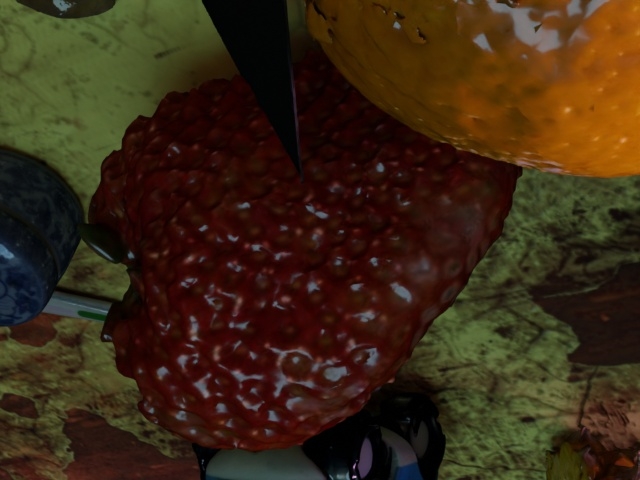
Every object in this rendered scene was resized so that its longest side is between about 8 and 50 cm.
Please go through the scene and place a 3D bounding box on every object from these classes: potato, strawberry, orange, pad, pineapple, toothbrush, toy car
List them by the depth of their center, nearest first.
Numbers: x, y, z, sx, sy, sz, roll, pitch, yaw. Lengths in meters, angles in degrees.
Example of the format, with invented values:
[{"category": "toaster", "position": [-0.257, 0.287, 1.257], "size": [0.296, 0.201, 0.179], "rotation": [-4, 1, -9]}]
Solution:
[{"category": "orange", "position": [0.154, -0.195, 0.751], "size": [0.293, 0.340, 0.341], "rotation": [22, 143, -37]}, {"category": "pad", "position": [-0.063, -0.243, 0.868], "size": [0.007, 0.247, 0.367], "rotation": [-16, 135, -12]}, {"category": "strawberry", "position": [0.000, 0.000, 1.048], "size": [0.351, 0.312, 0.267], "rotation": [-28, 142, 19]}, {"category": "potato", "position": [-0.214, -0.202, 1.087], "size": [0.093, 0.036, 0.037], "rotation": [13, 140, 9]}, {"category": "pineapple", "position": [0.301, 0.244, 1.303], "size": [0.164, 0.139, 0.250], "rotation": [-15, 158, 0]}, {"category": "toy car", "position": [0.007, 0.246, 1.303], "size": [0.188, 0.255, 0.190], "rotation": [-4, 87, 31]}, {"category": "toothbrush", "position": [-0.140, 0.095, 1.358], "size": [0.418, 0.040, 0.042], "rotation": [10, 138, 11]}]

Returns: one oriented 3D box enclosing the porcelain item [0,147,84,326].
[{"category": "porcelain item", "position": [-0.308, 0.001, 1.272], "size": [0.147, 0.114, 0.147], "rotation": [11, 137, 11]}]
